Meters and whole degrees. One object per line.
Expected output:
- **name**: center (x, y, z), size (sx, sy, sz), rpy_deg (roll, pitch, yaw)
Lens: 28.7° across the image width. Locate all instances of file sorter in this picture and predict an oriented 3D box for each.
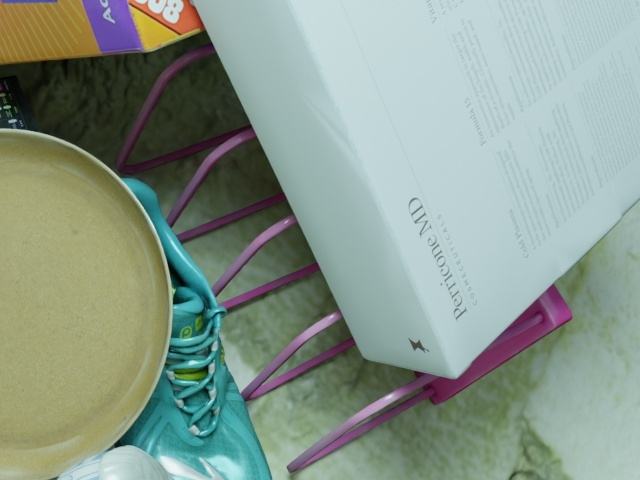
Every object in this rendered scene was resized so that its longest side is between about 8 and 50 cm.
- **file sorter**: center (0.000, 0.000, 0.935), size (0.182, 0.202, 0.291), rpy_deg (-24, 78, -29)

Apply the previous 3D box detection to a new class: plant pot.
- **plant pot**: center (-0.209, 0.044, 0.842), size (0.236, 0.032, 0.236), rpy_deg (0, 90, 9)

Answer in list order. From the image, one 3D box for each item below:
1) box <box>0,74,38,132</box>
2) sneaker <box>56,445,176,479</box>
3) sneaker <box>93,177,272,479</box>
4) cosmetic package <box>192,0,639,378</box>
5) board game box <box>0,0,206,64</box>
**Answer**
- **box**: center (-0.262, -0.080, 0.931), size (0.083, 0.062, 0.052), rpy_deg (-16, 72, -31)
- **sneaker**: center (-0.089, 0.219, 0.838), size (0.237, 0.086, 0.085), rpy_deg (46, 30, -30)
- **sneaker**: center (-0.110, 0.084, 0.885), size (0.107, 0.110, 0.275), rpy_deg (-26, 90, -33)
- **cosmetic package**: center (0.075, -0.152, 0.760), size (0.284, 0.097, 0.377), rpy_deg (-40, 117, -31)
- **board game box**: center (-0.125, -0.346, 0.873), size (0.356, 0.356, 0.356), rpy_deg (-29, 111, -33)
